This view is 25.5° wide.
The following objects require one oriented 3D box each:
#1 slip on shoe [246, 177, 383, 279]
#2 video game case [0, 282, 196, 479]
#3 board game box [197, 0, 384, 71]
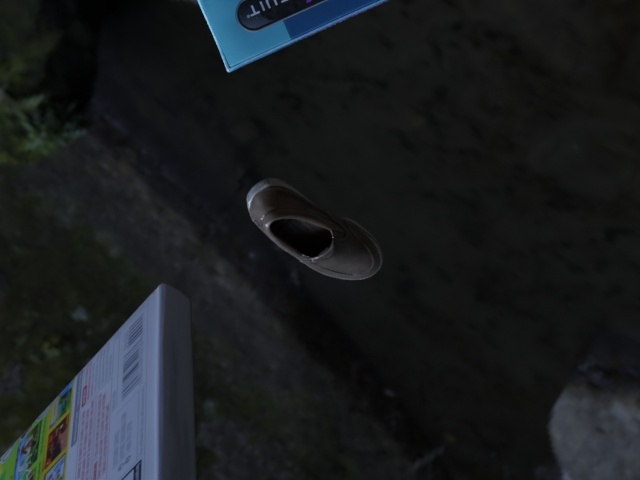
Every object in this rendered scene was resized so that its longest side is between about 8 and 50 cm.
[{"bbox_3d":[0.000,0.000,1.074,0.135,0.051,0.041,37,-162,-39],"label":"slip on shoe"},{"bbox_3d":[-0.136,0.151,0.731,0.026,0.206,0.227,36,-161,-23],"label":"video game case"},{"bbox_3d":[-0.045,-0.374,1.422,0.079,0.253,0.336,-91,-23,-82],"label":"board game box"}]
